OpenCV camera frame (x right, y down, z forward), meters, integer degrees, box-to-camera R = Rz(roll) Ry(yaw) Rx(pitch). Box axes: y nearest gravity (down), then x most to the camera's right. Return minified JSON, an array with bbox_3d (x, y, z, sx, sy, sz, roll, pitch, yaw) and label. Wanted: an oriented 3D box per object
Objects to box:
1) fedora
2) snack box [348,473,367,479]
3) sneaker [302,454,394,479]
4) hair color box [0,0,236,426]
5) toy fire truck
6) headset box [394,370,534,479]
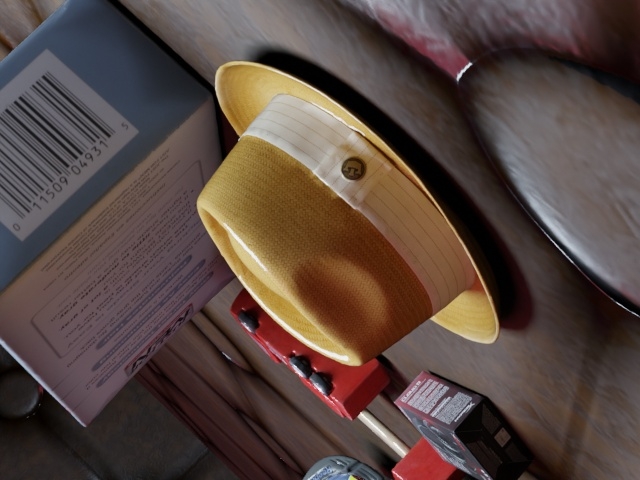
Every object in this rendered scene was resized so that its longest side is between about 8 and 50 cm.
[{"bbox_3d":[0.000,0.000,0.633,0.194,0.079,0.194,42,166,12],"label":"fedora"},{"bbox_3d":[0.123,0.262,0.953,0.174,0.070,0.207,27,178,-28],"label":"snack box"},{"bbox_3d":[0.114,0.314,1.241,0.297,0.111,0.129,44,-174,13],"label":"sneaker"},{"bbox_3d":[-0.164,0.000,0.894,0.113,0.185,0.374,42,166,11],"label":"hair color box"},{"bbox_3d":[0.021,0.114,0.983,0.192,0.047,0.135,36,165,37],"label":"toy fire truck"},{"bbox_3d":[0.090,0.123,0.829,0.062,0.032,0.083,51,164,-24],"label":"headset box"}]
